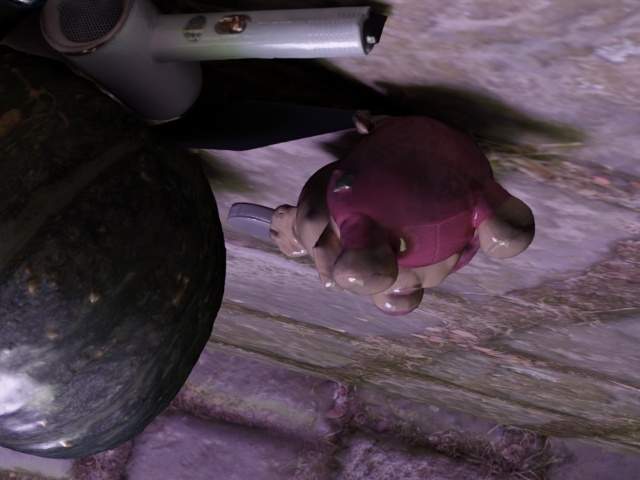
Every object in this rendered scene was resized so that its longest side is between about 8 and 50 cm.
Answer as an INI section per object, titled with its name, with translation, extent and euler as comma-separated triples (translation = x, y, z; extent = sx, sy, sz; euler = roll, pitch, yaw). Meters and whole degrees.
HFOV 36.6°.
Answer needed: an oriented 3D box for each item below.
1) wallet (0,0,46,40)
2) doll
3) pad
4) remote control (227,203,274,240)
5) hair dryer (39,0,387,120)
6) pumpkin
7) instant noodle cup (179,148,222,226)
[wallet]
translation = -0.322, -0.193, 0.739
extent = 0.172, 0.045, 0.318
euler = 23, 166, -26
[doll]
translation = 0.066, -0.014, 0.843
extent = 0.196, 0.152, 0.256
euler = 19, 173, -9
[pad]
translation = -0.067, -0.097, 0.844
extent = 0.170, 0.006, 0.245
euler = -2, 179, -39
[remote control]
translation = 0.000, 0.000, 1.233
extent = 0.245, 0.022, 0.077
euler = 17, 164, -14
[hair dryer]
translation = -0.063, -0.144, 0.691
extent = 0.236, 0.073, 0.131
euler = -1, 163, 19
[pumpkin]
translation = -0.229, 0.000, 0.742
extent = 0.328, 0.257, 0.291
euler = 35, 163, 11
[instant noodle cup]
translation = -0.251, 0.009, 1.030
extent = 0.214, 0.296, 0.296
euler = -3, 160, 25
